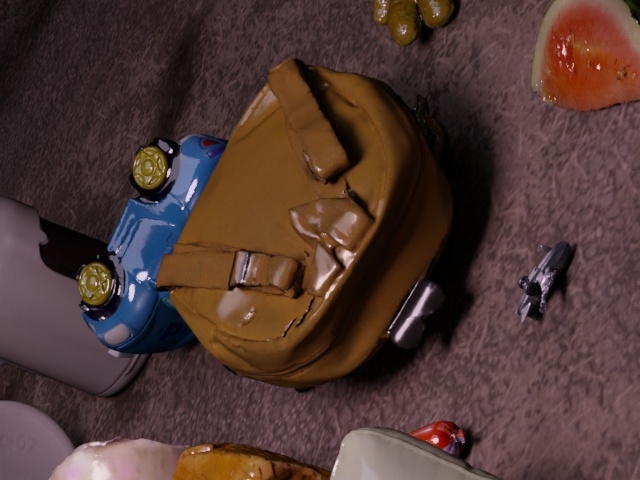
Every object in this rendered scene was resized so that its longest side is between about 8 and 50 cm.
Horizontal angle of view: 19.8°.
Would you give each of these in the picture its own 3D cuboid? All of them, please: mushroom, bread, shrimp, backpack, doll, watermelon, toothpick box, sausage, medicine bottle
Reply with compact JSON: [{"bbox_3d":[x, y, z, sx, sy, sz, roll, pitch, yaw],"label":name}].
[{"bbox_3d":[-0.220,0.320,1.976,0.236,0.162,0.173,-14,62,9],"label":"mushroom"},{"bbox_3d":[-0.068,0.282,1.850,0.158,0.149,0.143,9,78,58],"label":"bread"},{"bbox_3d":[0.116,-0.111,1.971,0.059,0.023,0.108,-21,55,51],"label":"shrimp"},{"bbox_3d":[-0.006,-0.001,1.895,0.353,0.201,0.378,-61,27,11],"label":"backpack"},{"bbox_3d":[0.097,-0.316,2.109,0.137,0.097,0.209,-44,37,27],"label":"doll"},{"bbox_3d":[0.262,-0.180,1.718,0.245,0.063,0.119,12,92,64],"label":"watermelon"},{"bbox_3d":[-0.388,0.074,2.442,0.229,0.316,0.229,-44,33,39],"label":"toothpick box"},{"bbox_3d":[0.090,0.197,1.721,0.145,0.048,0.050,-32,65,50],"label":"sausage"},{"bbox_3d":[-0.486,0.366,2.501,0.339,0.208,0.208,-35,39,48],"label":"medicine bottle"}]

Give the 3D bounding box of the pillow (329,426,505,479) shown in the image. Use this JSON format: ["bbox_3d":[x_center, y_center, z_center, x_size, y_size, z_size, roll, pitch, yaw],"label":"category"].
[{"bbox_3d":[0.077,0.333,1.455,0.255,0.120,0.322,22,87,26],"label":"pillow"}]

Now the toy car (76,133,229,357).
[{"bbox_3d":[-0.160,0.017,2.233,0.166,0.198,0.314,33,101,33],"label":"toy car"}]

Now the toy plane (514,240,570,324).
[{"bbox_3d":[0.201,0.036,1.667,0.083,0.031,0.078,-64,12,9],"label":"toy plane"}]

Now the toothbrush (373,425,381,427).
[{"bbox_3d":[-0.011,0.376,1.763,0.040,0.042,0.418,11,74,24],"label":"toothbrush"}]
